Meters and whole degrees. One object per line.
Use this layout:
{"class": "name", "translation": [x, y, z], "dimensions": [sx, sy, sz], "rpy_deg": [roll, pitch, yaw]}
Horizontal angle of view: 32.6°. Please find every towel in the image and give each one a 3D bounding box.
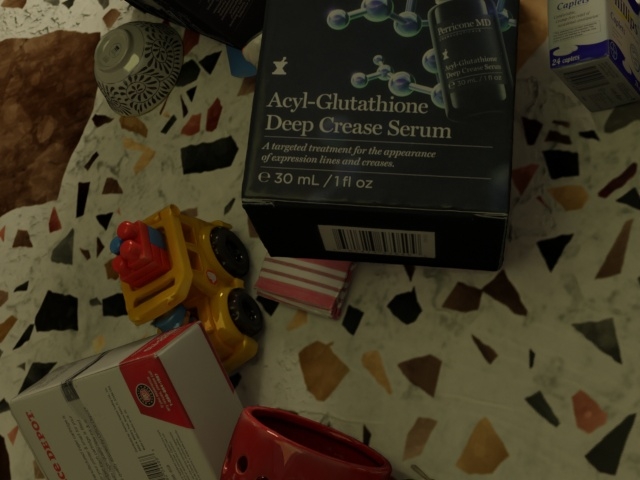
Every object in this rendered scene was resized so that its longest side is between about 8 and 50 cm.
{"class": "towel", "translation": [0.000, 0.000, 1.479], "dimensions": [0.144, 0.029, 0.197], "rpy_deg": [15, 78, 37]}

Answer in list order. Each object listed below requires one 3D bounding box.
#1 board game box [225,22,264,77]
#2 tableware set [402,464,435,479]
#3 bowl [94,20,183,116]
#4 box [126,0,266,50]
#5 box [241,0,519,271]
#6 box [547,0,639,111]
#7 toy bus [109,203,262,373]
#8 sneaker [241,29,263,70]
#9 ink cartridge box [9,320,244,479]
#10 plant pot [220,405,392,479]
{"class": "board game box", "translation": [-0.083, -0.314, 1.655], "dimensions": [0.133, 0.033, 0.168], "rpy_deg": [-32, 51, 25]}
{"class": "tableware set", "translation": [0.099, 0.346, 1.276], "dimensions": [0.104, 0.024, 0.154], "rpy_deg": [34, 92, 38]}
{"class": "bowl", "translation": [-0.312, -0.293, 1.769], "dimensions": [0.170, 0.080, 0.170], "rpy_deg": [-14, 64, 29]}
{"class": "box", "translation": [-0.261, -0.464, 1.638], "dimensions": [0.343, 0.312, 0.179], "rpy_deg": [30, 91, 44]}
{"class": "box", "translation": [0.086, -0.185, 1.315], "dimensions": [0.294, 0.212, 0.395], "rpy_deg": [3, 72, 8]}
{"class": "box", "translation": [0.326, -0.242, 1.291], "dimensions": [0.072, 0.126, 0.137], "rpy_deg": [-11, 66, 32]}
{"class": "toy bus", "translation": [-0.199, 0.063, 1.471], "dimensions": [0.149, 0.211, 0.220], "rpy_deg": [-28, 60, 20]}
{"class": "sneaker", "translation": [0.029, -0.282, 1.542], "dimensions": [0.262, 0.099, 0.121], "rpy_deg": [-28, 94, 7]}
{"class": "ink cartridge box", "translation": [-0.243, 0.242, 1.423], "dimensions": [0.273, 0.114, 0.197], "rpy_deg": [-20, 100, 31]}
{"class": "plant pot", "translation": [-0.031, 0.307, 1.278], "dimensions": [0.191, 0.191, 0.174], "rpy_deg": [19, 89, 37]}
